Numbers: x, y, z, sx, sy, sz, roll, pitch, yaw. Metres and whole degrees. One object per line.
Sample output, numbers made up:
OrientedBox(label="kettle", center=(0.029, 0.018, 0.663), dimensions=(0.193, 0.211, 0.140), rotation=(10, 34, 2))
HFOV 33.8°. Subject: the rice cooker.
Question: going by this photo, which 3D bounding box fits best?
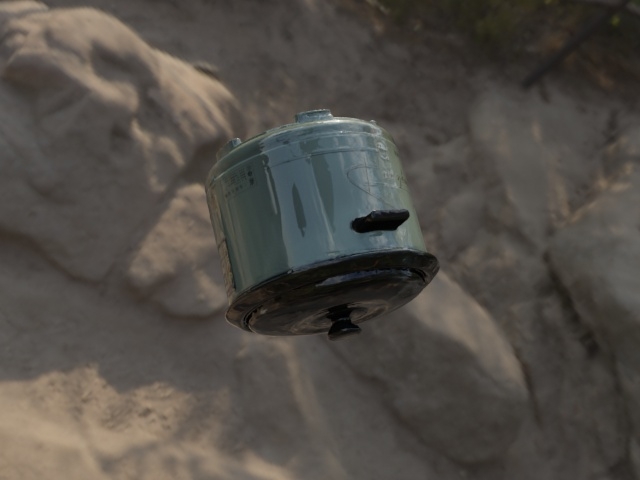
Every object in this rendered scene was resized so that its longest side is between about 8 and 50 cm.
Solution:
OrientedBox(label="rice cooker", center=(0.000, 0.000, 1.165), dimensions=(0.241, 0.280, 0.227), rotation=(-3, 69, -33))
